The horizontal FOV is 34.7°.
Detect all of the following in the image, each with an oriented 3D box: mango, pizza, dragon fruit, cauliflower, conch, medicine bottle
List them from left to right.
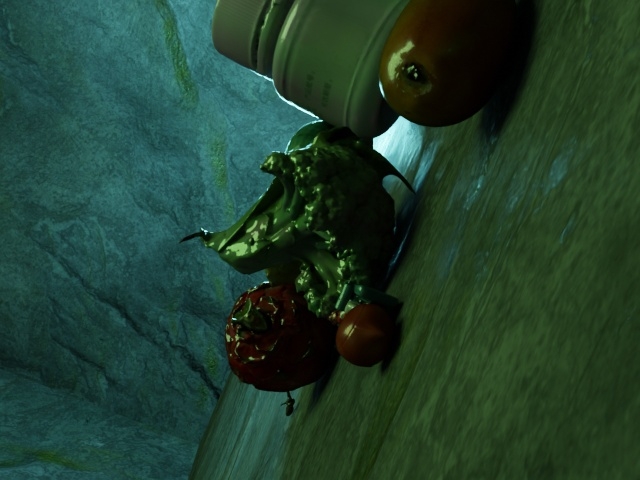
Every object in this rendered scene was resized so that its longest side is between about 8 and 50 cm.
[{"bbox_3d":[-0.058,0.138,1.509,0.209,0.172,0.172,80,-150,-77],"label":"dragon fruit"},{"bbox_3d":[-0.030,-0.019,1.352,0.315,0.239,0.256,-21,18,14],"label":"cauliflower"},{"bbox_3d":[0.004,0.018,1.517,0.246,0.127,0.058,-35,-53,-61],"label":"pizza"},{"bbox_3d":[0.006,-0.343,1.723,0.256,0.325,0.256,-54,-17,-26],"label":"medicine bottle"},{"bbox_3d":[0.017,-0.111,1.763,0.202,0.134,0.196,-10,-97,-71],"label":"conch"},{"bbox_3d":[0.144,-0.220,1.097,0.289,0.129,0.146,-67,-7,-46],"label":"mango"}]

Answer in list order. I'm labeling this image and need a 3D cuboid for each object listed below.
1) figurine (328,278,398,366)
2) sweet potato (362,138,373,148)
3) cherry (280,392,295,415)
[{"bbox_3d":[0.051,0.092,1.130,0.075,0.068,0.140,-64,12,12],"label":"figurine"},{"bbox_3d":[0.025,-0.106,1.943,0.131,0.131,0.337,-79,13,-67],"label":"sweet potato"},{"bbox_3d":[-0.059,0.199,1.751,0.107,0.090,0.225,-44,30,48],"label":"cherry"}]
